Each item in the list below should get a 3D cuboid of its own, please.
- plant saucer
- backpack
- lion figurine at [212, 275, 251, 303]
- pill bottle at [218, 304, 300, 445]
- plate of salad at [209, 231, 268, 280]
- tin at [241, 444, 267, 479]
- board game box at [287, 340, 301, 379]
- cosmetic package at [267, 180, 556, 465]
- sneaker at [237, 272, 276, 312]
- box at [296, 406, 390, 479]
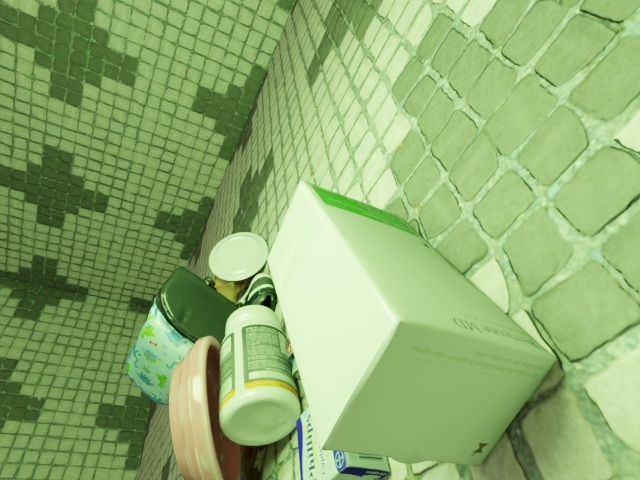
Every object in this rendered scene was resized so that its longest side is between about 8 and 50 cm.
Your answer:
[{"bbox_3d":[-0.242,0.377,0.881,0.332,0.084,0.332,167,90,-84],"label":"plant saucer"},{"bbox_3d":[-0.383,0.294,1.158,0.355,0.290,0.273,-43,9,49],"label":"backpack"},{"bbox_3d":[-0.336,0.216,1.396,0.240,0.142,0.392,-21,50,27],"label":"lion figurine"},{"bbox_3d":[-0.141,0.280,0.907,0.162,0.162,0.278,-63,24,24],"label":"pill bottle"},{"bbox_3d":[-0.269,0.055,1.371,0.048,0.199,0.200,80,-175,-50],"label":"plate of salad"},{"bbox_3d":[-0.160,0.486,0.970,0.106,0.040,0.190,9,84,64],"label":"tin"},{"bbox_3d":[-0.013,0.191,0.805,0.194,0.060,0.194,-51,30,42],"label":"board game box"},{"bbox_3d":[0.067,0.073,0.527,0.155,0.197,0.365,-65,25,17],"label":"cosmetic package"},{"bbox_3d":[-0.192,0.210,1.182,0.217,0.079,0.121,-64,28,26],"label":"sneaker"},{"bbox_3d":[0.026,0.303,0.618,0.137,0.072,0.126,-58,26,33],"label":"box"}]
